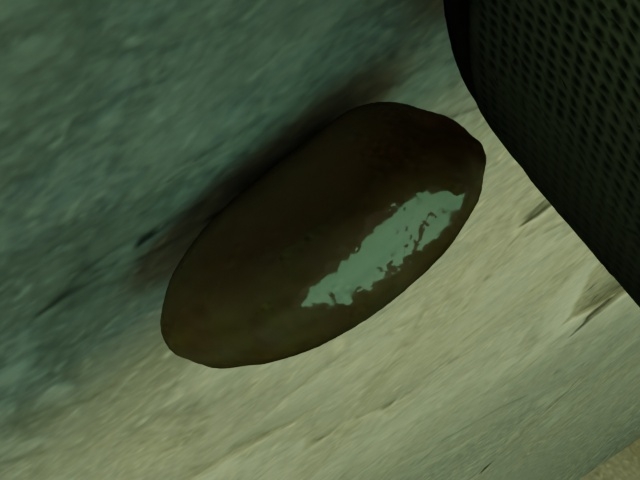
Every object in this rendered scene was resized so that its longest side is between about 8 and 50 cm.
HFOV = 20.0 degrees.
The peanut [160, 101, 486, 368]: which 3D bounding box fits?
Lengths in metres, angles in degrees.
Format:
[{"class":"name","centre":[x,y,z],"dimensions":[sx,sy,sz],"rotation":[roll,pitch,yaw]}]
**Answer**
[{"class":"peanut","centre":[0.000,0.000,0.739],"dimensions":[0.152,0.076,0.076],"rotation":[-35,164,3]}]

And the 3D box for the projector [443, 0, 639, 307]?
[{"class":"projector","centre":[0.241,-0.162,0.539],"dimensions":[0.395,0.242,0.405],"rotation":[-35,162,-7]}]
